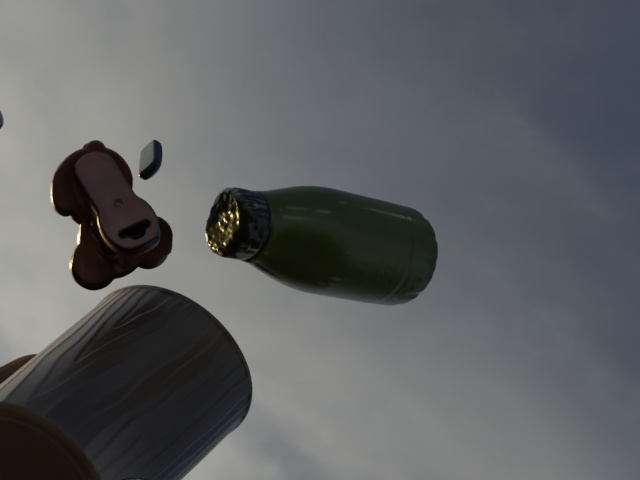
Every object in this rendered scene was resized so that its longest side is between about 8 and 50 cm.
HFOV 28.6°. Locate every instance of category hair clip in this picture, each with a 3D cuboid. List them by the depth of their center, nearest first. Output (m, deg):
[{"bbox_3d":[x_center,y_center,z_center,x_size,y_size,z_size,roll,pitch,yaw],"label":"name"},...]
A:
[{"bbox_3d":[-0.233,-0.027,1.368,0.138,0.123,0.102,52,-31,12],"label":"hair clip"}]

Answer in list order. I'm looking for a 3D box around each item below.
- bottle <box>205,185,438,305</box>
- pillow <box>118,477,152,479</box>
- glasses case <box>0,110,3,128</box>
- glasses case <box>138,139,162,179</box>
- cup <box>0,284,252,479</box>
[{"bbox_3d":[0.000,0.000,1.292,0.260,0.112,0.112,12,-26,-42],"label":"bottle"},{"bbox_3d":[-0.141,0.281,0.862,0.086,0.233,0.214,15,-35,-38],"label":"pillow"},{"bbox_3d":[-0.341,-0.122,0.984,0.113,0.297,0.075,43,-82,4],"label":"glasses case"},{"bbox_3d":[-0.227,-0.107,1.697,0.033,0.083,0.023,-38,-64,13],"label":"glasses case"},{"bbox_3d":[-0.259,0.179,1.375,0.288,0.273,0.208,31,-54,12],"label":"cup"}]
